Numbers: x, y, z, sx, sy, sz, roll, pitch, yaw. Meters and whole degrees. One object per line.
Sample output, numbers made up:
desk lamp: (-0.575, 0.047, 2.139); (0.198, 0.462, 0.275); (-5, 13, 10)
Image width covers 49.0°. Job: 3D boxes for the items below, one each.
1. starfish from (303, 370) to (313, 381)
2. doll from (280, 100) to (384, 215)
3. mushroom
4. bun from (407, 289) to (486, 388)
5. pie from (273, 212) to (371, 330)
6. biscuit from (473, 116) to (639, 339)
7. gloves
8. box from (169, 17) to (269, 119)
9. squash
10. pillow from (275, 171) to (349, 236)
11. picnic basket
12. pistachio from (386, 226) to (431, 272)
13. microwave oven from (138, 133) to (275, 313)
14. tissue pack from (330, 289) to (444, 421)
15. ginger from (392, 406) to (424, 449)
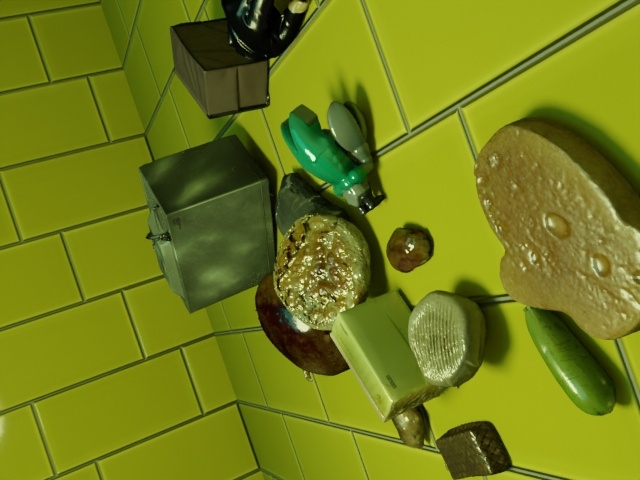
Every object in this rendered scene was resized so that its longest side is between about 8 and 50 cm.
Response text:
starfish: (-0.069, 0.279, 2.135); (0.302, 0.060, 0.299); (-122, 32, -43)
doll: (0.030, -0.180, 1.491); (0.195, 0.153, 0.258); (4, 129, 46)
mushroom: (-0.036, 0.215, 1.824); (0.345, 0.239, 0.345); (-25, -90, -89)
bun: (0.244, 0.180, 1.287); (0.167, 0.113, 0.173); (31, 111, 51)
pie: (0.004, 0.069, 1.602); (0.274, 0.055, 0.274); (2, 93, 33)
biscuit: (0.341, -0.005, 0.998); (0.343, 0.057, 0.287); (55, 152, 33)
gloves: (-0.118, -0.525, 1.554); (0.197, 0.152, 0.301); (37, 133, 9)
box: (-0.268, -0.463, 1.861); (0.252, 0.188, 0.153); (57, 153, 36)
squash: (0.372, 0.174, 1.061); (0.201, 0.066, 0.066); (61, 155, 30)
pillow: (-0.031, -0.057, 1.739); (0.335, 0.093, 0.161); (43, 116, 52)
picnic basket: (0.302, 0.430, 1.423); (0.110, 0.055, 0.193); (65, 158, 14)
pistachio: (0.165, 0.019, 1.423); (0.089, 0.049, 0.173); (68, 157, 10)
microwave oven: (-0.334, -0.041, 2.105); (0.236, 0.374, 0.432); (51, 155, 37)
tissue pack: (0.148, 0.241, 1.487); (0.234, 0.159, 0.125); (58, 155, 29)
ginger: (0.193, 0.395, 1.624); (0.095, 0.069, 0.190); (59, -174, -78)
